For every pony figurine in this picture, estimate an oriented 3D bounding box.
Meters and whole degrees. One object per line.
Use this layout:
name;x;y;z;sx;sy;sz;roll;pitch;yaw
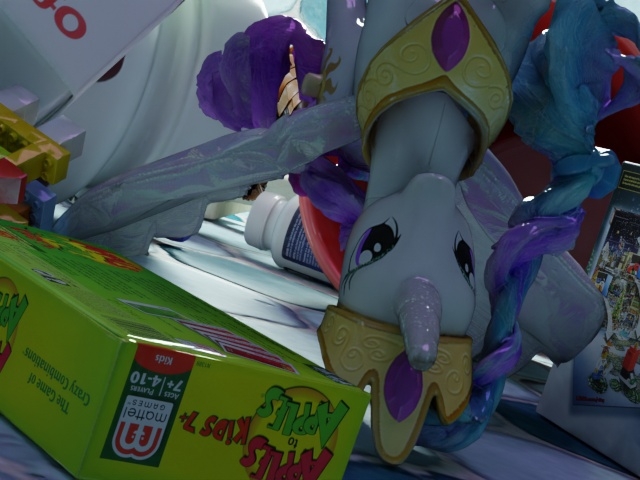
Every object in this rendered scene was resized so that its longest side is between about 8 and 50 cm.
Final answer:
pony figurine;0.031;-0.067;0.750;0.303;0.363;0.351;11;-11;-9

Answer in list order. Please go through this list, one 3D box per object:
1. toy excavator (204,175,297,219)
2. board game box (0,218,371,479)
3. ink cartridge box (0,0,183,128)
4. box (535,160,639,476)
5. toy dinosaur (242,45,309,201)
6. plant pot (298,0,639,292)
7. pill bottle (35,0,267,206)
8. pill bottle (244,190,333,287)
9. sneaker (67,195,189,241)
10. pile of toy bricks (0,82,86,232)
toy excavator;0.138;-0.031;1.593;0.433;0.222;0.445;20;12;42
board game box;-0.075;0.034;0.510;0.092;0.043;0.181;17;4;-37
ink cartridge box;-0.146;-0.208;0.855;0.198;0.273;0.115;49;-38;-13
box;0.205;0.052;0.792;0.044;0.159;0.233;18;4;-20
toy dinosaur;-0.024;-0.100;1.365;0.322;0.218;0.164;-22;14;11
plant pot;0.148;-0.030;1.161;0.275;0.275;0.243;20;-5;21
pill bottle;-0.244;-0.148;0.982;0.392;0.224;0.224;17;4;-32
pill bottle;0.000;0.000;1.270;0.120;0.067;0.067;20;4;17
sneaker;-0.153;-0.036;1.210;0.071;0.068;0.170;35;1;-38
pile of toy bricks;-0.228;-0.050;0.742;0.212;0.118;0.105;34;40;20
